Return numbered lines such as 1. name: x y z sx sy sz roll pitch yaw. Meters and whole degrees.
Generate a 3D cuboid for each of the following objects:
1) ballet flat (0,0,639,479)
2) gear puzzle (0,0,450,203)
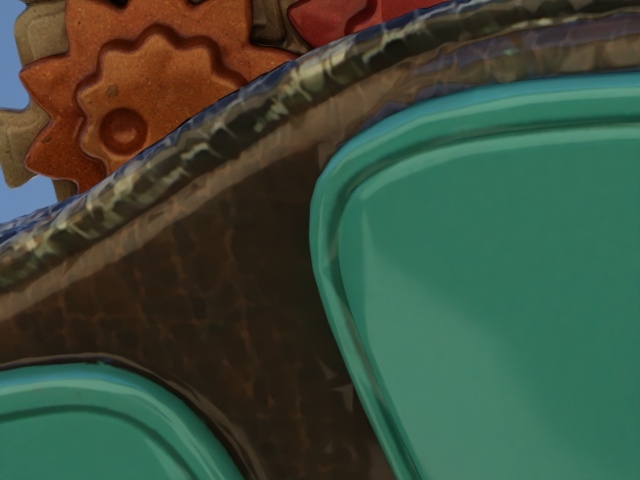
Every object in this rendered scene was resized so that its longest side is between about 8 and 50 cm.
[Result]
1. ballet flat: 0.018 0.022 0.428 0.483 0.182 0.164 -13 -67 29
2. gear puzzle: 0.000 0.000 0.586 0.175 0.044 0.339 -14 -82 1
